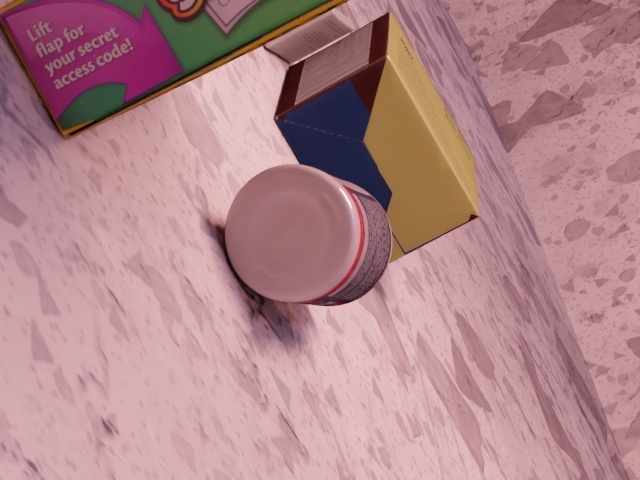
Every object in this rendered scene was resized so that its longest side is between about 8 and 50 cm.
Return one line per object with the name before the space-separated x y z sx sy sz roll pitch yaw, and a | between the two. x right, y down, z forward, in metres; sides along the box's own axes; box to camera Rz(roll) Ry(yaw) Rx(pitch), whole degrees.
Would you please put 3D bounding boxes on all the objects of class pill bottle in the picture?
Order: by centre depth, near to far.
pill bottle | 0.000 0.000 1.277 0.108 0.108 0.180 65 13 11

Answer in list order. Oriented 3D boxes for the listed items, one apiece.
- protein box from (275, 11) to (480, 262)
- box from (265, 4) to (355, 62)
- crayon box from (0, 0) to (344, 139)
protein box | 0.064 -0.109 1.690 0.200 0.136 0.201 58 14 -17
box | -0.029 -0.266 1.751 0.102 0.087 0.101 64 12 10
crayon box | -0.006 -0.213 1.099 0.106 0.363 0.313 62 13 -9
